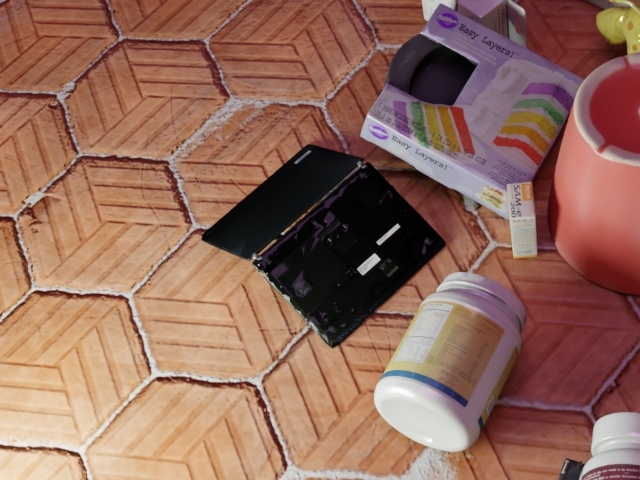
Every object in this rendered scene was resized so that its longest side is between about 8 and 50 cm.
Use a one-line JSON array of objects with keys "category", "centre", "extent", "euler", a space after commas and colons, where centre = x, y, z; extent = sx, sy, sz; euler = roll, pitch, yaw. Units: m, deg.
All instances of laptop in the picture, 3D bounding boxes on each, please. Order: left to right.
[{"category": "laptop", "centre": [0.000, 0.000, 1.960], "extent": [0.234, 0.136, 0.264], "euler": [-42, 84, -17]}]

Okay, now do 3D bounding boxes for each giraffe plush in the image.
[{"category": "giraffe plush", "centre": [0.488, -0.258, 1.969], "extent": [0.181, 0.210, 0.170], "euler": [6, 86, 11]}]

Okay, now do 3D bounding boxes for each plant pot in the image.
[{"category": "plant pot", "centre": [0.438, -0.102, 1.805], "extent": [0.275, 0.243, 0.275], "euler": [-5, 55, 7]}]

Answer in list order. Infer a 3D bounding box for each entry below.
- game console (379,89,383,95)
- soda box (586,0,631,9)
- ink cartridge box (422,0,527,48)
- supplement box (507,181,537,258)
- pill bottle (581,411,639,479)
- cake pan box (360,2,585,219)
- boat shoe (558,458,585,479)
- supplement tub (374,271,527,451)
[{"category": "game console", "centre": [0.170, -0.214, 2.037], "extent": [0.107, 0.071, 0.122], "euler": [-4, 41, -42]}, {"category": "soda box", "centre": [0.437, -0.427, 2.140], "extent": [0.216, 0.069, 0.074], "euler": [31, 66, 28]}, {"category": "ink cartridge box", "centre": [0.238, -0.354, 2.105], "extent": [0.060, 0.104, 0.180], "euler": [-38, 57, -16]}, {"category": "supplement box", "centre": [0.280, -0.027, 1.871], "extent": [0.036, 0.098, 0.062], "euler": [-5, 54, 7]}, {"category": "pill bottle", "centre": [0.367, 0.323, 1.595], "extent": [0.121, 0.121, 0.221], "euler": [4, 56, 13]}, {"category": "cake pan box", "centre": [0.221, -0.196, 1.976], "extent": [0.267, 0.070, 0.246], "euler": [31, 62, 7]}, {"category": "boat shoe", "centre": [0.296, 0.322, 1.656], "extent": [0.038, 0.046, 0.125], "euler": [19, 58, 22]}, {"category": "supplement tub", "centre": [0.172, 0.155, 1.736], "extent": [0.144, 0.144, 0.199], "euler": [19, 61, 23]}]
